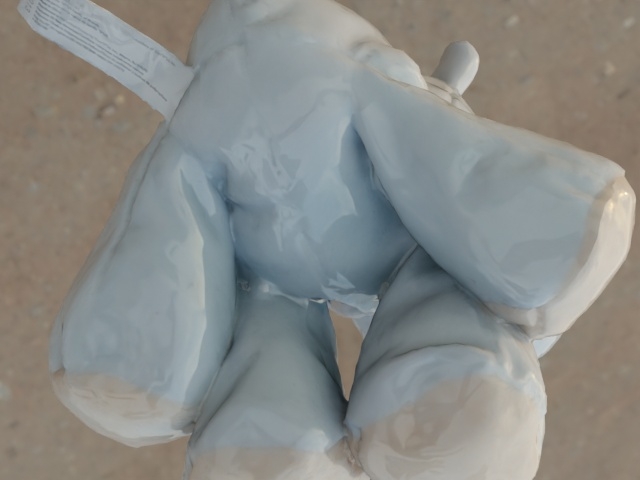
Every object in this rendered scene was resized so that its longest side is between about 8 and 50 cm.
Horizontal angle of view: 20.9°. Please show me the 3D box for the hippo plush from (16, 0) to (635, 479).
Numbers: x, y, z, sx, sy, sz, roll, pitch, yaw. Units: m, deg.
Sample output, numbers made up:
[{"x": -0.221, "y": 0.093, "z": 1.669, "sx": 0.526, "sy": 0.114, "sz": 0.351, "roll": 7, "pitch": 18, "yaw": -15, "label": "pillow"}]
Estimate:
[{"x": 0.000, "y": 0.000, "z": 0.804, "sx": 0.234, "sy": 0.294, "sz": 0.236, "roll": -46, "pitch": 169, "yaw": 5, "label": "hippo plush"}]
